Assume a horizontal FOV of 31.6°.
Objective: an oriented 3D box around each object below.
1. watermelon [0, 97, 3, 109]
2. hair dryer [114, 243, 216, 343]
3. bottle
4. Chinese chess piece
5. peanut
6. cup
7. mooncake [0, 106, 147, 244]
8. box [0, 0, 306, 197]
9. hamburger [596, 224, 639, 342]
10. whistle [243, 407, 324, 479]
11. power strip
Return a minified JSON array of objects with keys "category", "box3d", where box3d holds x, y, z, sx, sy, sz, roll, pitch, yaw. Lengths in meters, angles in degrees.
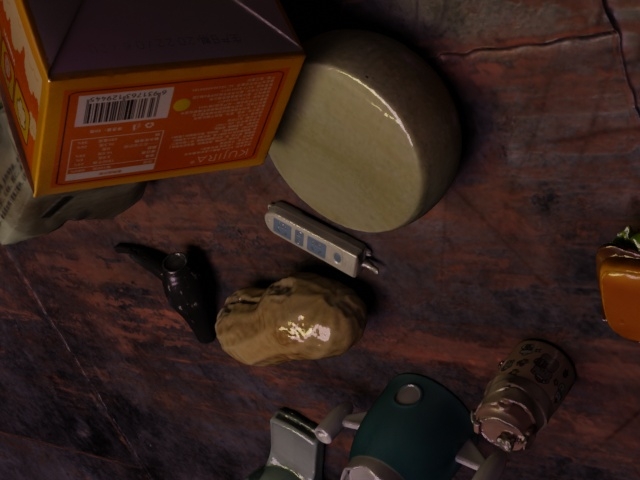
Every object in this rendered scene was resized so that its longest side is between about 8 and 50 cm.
[{"category":"watermelon","box3d":[-0.491,-0.285,1.573,0.269,0.269,0.269,25,139,23]},{"category":"hair dryer","box3d":[-0.262,0.063,1.863,0.219,0.075,0.195,31,152,33]},{"category":"bottle","box3d":[0.249,0.204,1.434,0.099,0.152,0.099,26,141,23]},{"category":"Chinese chess piece","box3d":[0.047,-0.129,1.340,0.250,0.101,0.250,25,139,23]},{"category":"peanut","box3d":[-0.052,0.118,1.653,0.290,0.130,0.130,-17,113,48]},{"category":"cup","box3d":[0.118,0.310,1.640,0.300,0.173,0.167,12,132,36]},{"category":"mooncake","box3d":[-0.349,-0.122,1.601,0.136,0.250,0.254,57,141,14]},{"category":"box","box3d":[-0.208,-0.218,1.269,0.259,0.284,0.213,65,150,29]},{"category":"hamburger","box3d":[0.381,0.046,1.213,0.166,0.087,0.137,12,132,33]},{"category":"whistle","box3d":[-0.073,0.440,1.958,0.164,0.163,0.289,26,140,22]},{"category":"power strip","box3d":[0.000,0.000,1.568,0.191,0.030,0.047,29,141,20]}]
